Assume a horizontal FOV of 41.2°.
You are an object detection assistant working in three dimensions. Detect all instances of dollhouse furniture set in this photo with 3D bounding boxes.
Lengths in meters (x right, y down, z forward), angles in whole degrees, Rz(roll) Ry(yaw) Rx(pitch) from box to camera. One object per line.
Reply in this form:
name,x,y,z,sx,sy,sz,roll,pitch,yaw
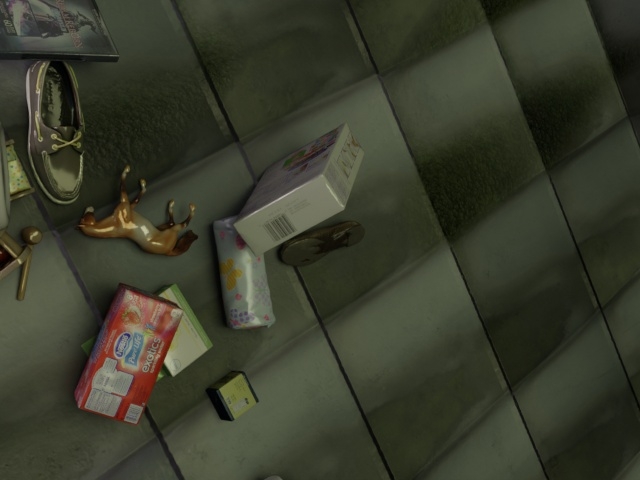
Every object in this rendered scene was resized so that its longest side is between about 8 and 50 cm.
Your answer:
dollhouse furniture set,-0.671,-0.145,1.642,0.161,0.101,0.182,-28,101,-34

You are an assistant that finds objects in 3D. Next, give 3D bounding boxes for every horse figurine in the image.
horse figurine,-0.380,-0.039,1.860,0.263,0.066,0.174,33,62,-25

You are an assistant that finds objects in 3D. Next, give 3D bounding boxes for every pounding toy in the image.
pounding toy,-0.616,0.070,1.625,0.155,0.154,0.269,49,61,-20

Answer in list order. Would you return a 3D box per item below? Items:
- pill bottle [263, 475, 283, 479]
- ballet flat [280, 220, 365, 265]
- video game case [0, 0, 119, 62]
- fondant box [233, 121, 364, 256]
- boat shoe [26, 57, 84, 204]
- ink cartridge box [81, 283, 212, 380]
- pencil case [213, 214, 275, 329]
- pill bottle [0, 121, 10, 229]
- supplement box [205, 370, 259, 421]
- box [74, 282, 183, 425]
pill bottle,-0.044,0.661,1.967,0.264,0.146,0.146,49,61,-21
ballet flat,0.000,0.000,2.133,0.250,0.058,0.084,-20,132,-30
video game case,-0.571,-0.441,1.735,0.274,0.026,0.196,-8,57,-35
fondant box,-0.040,-0.122,1.915,0.096,0.238,0.330,55,24,-18
boat shoe,-0.540,-0.228,1.749,0.109,0.091,0.305,-8,89,-35
ink cartridge box,-0.371,0.227,1.844,0.235,0.056,0.171,-38,106,-34
pencil case,-0.175,0.071,1.963,0.124,0.113,0.273,-4,86,-59
pill bottle,-0.740,-0.108,1.483,0.363,0.210,0.210,-5,87,-16
supplement box,-0.201,0.355,1.945,0.083,0.056,0.083,-32,103,-33
box,-0.394,0.229,1.742,0.128,0.123,0.256,23,87,-22
